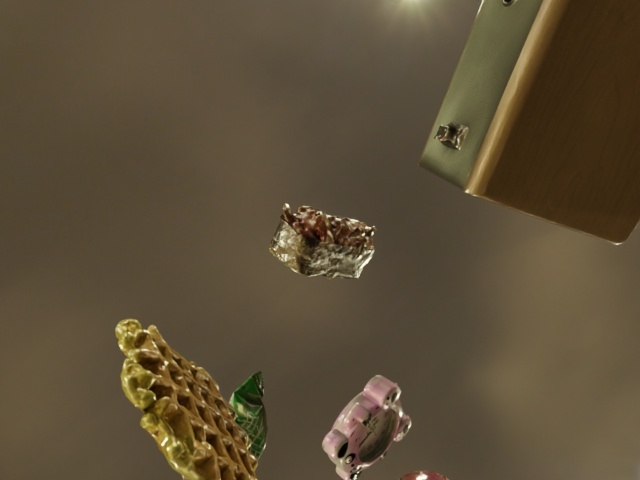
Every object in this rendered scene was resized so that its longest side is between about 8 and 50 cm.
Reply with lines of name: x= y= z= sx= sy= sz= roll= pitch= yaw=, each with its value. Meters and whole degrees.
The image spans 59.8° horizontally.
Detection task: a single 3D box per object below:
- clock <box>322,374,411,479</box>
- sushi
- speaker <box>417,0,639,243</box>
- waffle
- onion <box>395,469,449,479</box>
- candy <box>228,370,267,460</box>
clock: x=0.123 y=0.502 z=1.472 sx=0.248 sy=0.090 sz=0.228 roll=-42 pitch=-47 yaw=-23
sushi: x=0.000 y=0.000 z=1.583 sx=0.343 sy=0.196 sz=0.182 roll=11 pitch=-76 yaw=-47
speaker: x=0.225 y=-0.141 z=0.519 sx=0.192 sy=0.153 sz=0.231 roll=17 pitch=-76 yaw=-14
waffle: x=-0.174 y=0.241 z=0.764 sx=0.058 sy=0.281 sz=0.301 roll=-34 pitch=-62 yaw=-5
onion: x=0.261 y=0.720 z=1.367 sx=0.256 sy=0.272 sz=0.230 roll=48 pitch=-170 yaw=7
candy: x=-0.156 y=0.384 z=1.118 sx=0.203 sy=0.078 sz=0.141 roll=-70 pitch=-36 yaw=-54
